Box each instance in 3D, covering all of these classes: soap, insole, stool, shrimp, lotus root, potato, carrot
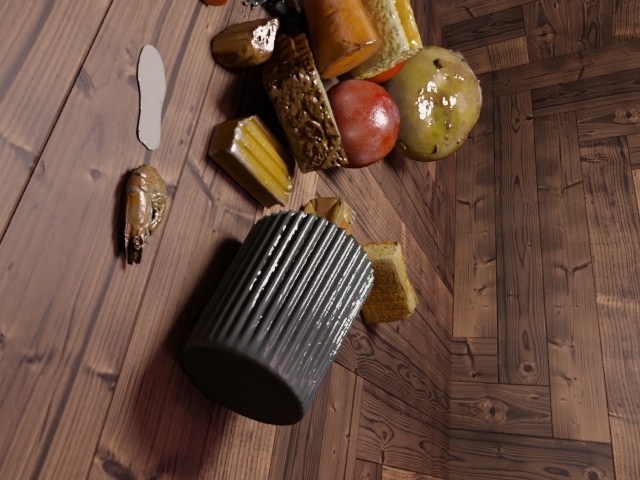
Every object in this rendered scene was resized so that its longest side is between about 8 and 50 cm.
[{"bbox_3d":[-0.146,-0.187,1.112,0.232,0.073,0.140,44,46,-51],"label":"soap"},{"bbox_3d":[-0.307,-0.259,0.886,0.065,0.004,0.197,13,74,-62],"label":"insole"},{"bbox_3d":[-0.082,0.153,0.965,0.330,0.297,0.297,-61,138,-40],"label":"stool"},{"bbox_3d":[-0.302,-0.043,0.833,0.099,0.041,0.180,56,35,-67],"label":"shrimp"},{"bbox_3d":[-0.161,-0.436,1.094,0.159,0.135,0.095,-55,135,-34],"label":"lotus root"},{"bbox_3d":[0.393,-0.525,1.903,0.319,0.385,0.442,-22,94,-47],"label":"potato"},{"bbox_3d":[0.031,-0.582,1.282,0.196,0.196,0.254,-29,96,-61],"label":"carrot"}]

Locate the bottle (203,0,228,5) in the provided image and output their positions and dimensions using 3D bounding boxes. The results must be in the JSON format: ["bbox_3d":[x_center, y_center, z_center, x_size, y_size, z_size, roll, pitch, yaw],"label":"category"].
[{"bbox_3d":[-0.220,-0.600,1.046,0.069,0.069,0.187,28,61,-59],"label":"bottle"}]

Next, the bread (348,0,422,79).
[{"bbox_3d":[0.126,-0.679,1.405,0.165,0.237,0.375,-24,99,-43],"label":"bread"}]

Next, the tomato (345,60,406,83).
[{"bbox_3d":[0.170,-0.652,1.624,0.224,0.256,0.255,-154,-123,-85],"label":"tomato"}]

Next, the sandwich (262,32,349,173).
[{"bbox_3d":[-0.036,-0.308,1.197,0.262,0.131,0.325,-103,171,-48],"label":"sandwich"}]

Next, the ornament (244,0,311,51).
[{"bbox_3d":[-0.106,-0.563,1.255,0.236,0.080,0.202,24,62,-63],"label":"ornament"}]

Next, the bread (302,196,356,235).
[{"bbox_3d":[0.000,0.000,1.297,0.107,0.136,0.241,61,36,-43],"label":"bread"}]

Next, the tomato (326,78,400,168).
[{"bbox_3d":[0.118,-0.352,1.469,0.265,0.265,0.264,18,69,-61],"label":"tomato"}]

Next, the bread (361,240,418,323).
[{"bbox_3d":[0.204,0.139,1.623,0.114,0.185,0.274,-68,142,-52],"label":"bread"}]
